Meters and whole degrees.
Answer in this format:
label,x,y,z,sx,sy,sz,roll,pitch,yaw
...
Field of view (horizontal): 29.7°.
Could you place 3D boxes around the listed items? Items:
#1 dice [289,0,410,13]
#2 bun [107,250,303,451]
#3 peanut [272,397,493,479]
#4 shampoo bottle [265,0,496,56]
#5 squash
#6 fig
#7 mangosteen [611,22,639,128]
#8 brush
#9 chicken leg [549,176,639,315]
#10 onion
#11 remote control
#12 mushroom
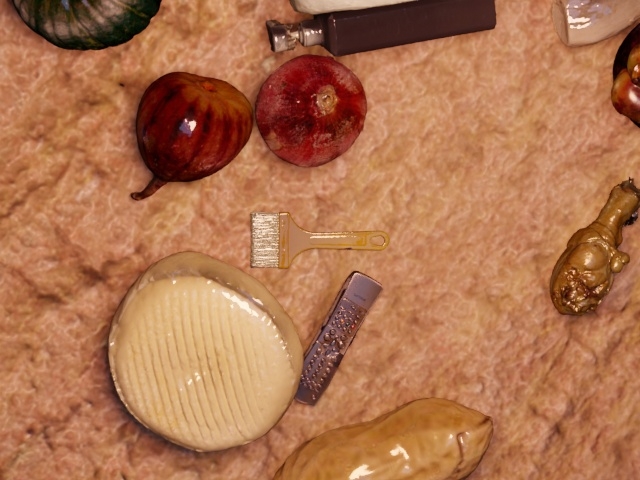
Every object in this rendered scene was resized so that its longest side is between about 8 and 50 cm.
label,x,y,z,sx,sy,sz,roll,pitch,yaw
dice,0.073,-0.431,1.498,0.264,0.262,0.268,-9,103,-5
bun,-0.158,0.154,1.707,0.287,0.146,0.287,2,104,8
peanut,0.087,0.325,1.747,0.340,0.158,0.174,-23,138,-5
shampoo bottle,0.081,-0.300,1.664,0.309,0.098,0.071,-12,115,-11
squash,-0.308,-0.354,1.602,0.218,0.172,0.218,2,104,6
fig,-0.189,-0.143,1.653,0.148,0.149,0.202,29,79,35
mangosteen,0.493,-0.225,1.669,0.194,0.230,0.194,10,111,28
brush,0.000,0.000,1.765,0.205,0.011,0.083,1,97,-6
chicken leg,0.410,0.009,1.760,0.088,0.103,0.228,34,90,6
onion,-0.007,-0.179,1.647,0.159,0.195,0.159,0,91,-13
remote control,0.020,0.144,1.780,0.059,0.028,0.212,29,95,-12
mushroom,0.437,-0.355,1.718,0.223,0.081,0.092,-30,77,1
